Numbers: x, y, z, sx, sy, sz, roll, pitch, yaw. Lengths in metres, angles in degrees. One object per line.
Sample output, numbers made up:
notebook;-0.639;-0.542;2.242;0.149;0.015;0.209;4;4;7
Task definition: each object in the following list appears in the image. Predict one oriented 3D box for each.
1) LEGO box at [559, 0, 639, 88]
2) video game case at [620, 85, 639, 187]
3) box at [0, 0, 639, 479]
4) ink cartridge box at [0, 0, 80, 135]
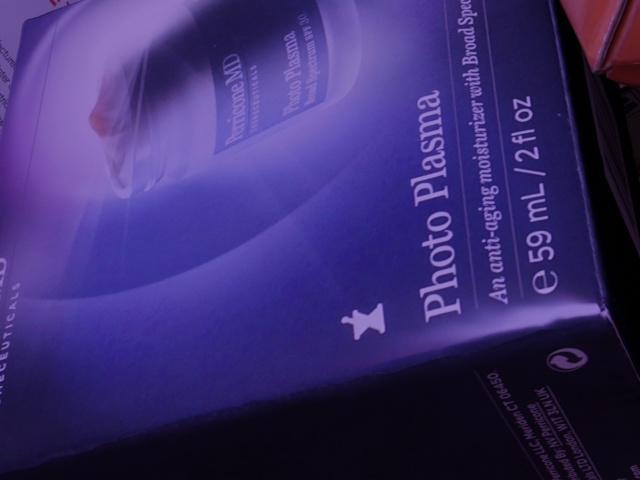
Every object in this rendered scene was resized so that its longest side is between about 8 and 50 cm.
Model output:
LEGO box;0.265;-0.230;0.568;0.373;0.193;0.500;10;33;-10
video game case;0.270;-0.036;0.668;0.210;0.042;0.232;-26;43;3
box;0.000;0.000;0.636;0.294;0.182;0.296;-17;48;19
ink cartridge box;-0.274;-0.087;0.875;0.122;0.211;0.289;13;59;33
